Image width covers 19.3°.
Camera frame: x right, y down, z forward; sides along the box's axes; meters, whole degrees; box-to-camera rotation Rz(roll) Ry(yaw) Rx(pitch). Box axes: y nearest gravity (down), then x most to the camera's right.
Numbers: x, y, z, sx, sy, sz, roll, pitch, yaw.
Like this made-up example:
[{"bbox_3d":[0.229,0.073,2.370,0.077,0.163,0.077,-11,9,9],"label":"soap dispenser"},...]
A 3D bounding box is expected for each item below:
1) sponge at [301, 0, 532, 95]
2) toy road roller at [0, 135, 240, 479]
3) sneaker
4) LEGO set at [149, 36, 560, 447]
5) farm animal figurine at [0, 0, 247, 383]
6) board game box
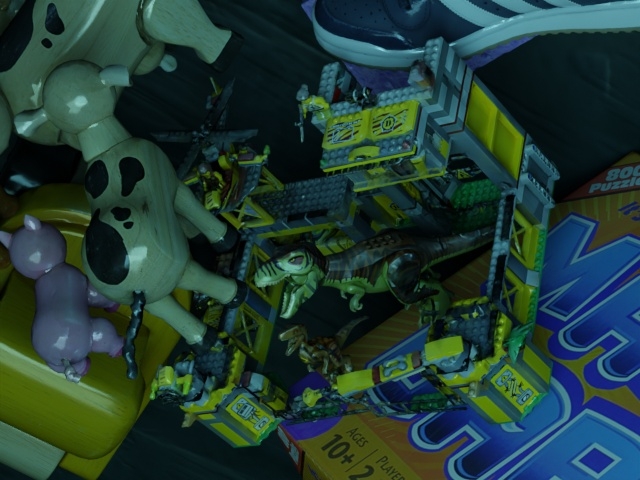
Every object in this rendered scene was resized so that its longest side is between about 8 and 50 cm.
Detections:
[{"bbox_3d":[0.102,-0.184,1.373,0.210,0.031,0.117,-28,116,25],"label":"sponge"},{"bbox_3d":[-0.223,0.090,1.488,0.202,0.241,0.329,28,125,-11],"label":"toy road roller"},{"bbox_3d":[0.118,-0.205,1.249,0.282,0.099,0.153,-7,141,13],"label":"sneaker"},{"bbox_3d":[0.000,0.000,1.279,0.331,0.255,0.192,-2,149,39],"label":"LEGO set"},{"bbox_3d":[-0.176,-0.085,1.251,0.330,0.327,0.172,6,157,44],"label":"farm animal figurine"},{"bbox_3d":[0.240,0.218,1.358,0.356,0.356,0.356,-34,120,-10],"label":"board game box"}]
